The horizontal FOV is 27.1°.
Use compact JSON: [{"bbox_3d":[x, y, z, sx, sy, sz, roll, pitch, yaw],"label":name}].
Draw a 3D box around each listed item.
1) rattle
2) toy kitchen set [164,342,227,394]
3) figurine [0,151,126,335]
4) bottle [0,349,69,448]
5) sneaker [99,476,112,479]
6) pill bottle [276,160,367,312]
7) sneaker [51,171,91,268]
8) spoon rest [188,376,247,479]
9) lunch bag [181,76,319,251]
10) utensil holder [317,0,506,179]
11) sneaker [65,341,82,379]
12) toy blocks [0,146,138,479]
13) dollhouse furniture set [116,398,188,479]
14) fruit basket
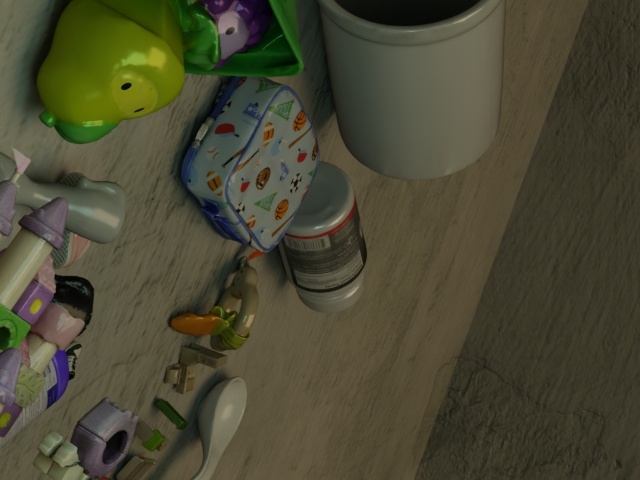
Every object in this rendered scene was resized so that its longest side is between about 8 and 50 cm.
[{"bbox_3d":[-0.176,0.082,2.281,0.130,0.143,0.199,137,-33,-68],"label":"rattle"},{"bbox_3d":[-0.214,0.230,2.260,0.068,0.075,0.083,-15,118,-61],"label":"toy kitchen set"},{"bbox_3d":[-0.373,0.002,1.687,0.209,0.092,0.215,19,90,-43],"label":"figurine"},{"bbox_3d":[-0.449,0.227,1.734,0.283,0.092,0.118,-43,147,-45],"label":"bottle"},{"bbox_3d":[-0.313,0.496,2.198,0.148,0.131,0.350,-56,153,-17],"label":"sneaker"},{"bbox_3d":[0.000,0.000,2.427,0.161,0.161,0.283,-57,154,-26],"label":"pill bottle"},{"bbox_3d":[-0.341,-0.028,1.819,0.070,0.051,0.134,-3,107,-78],"label":"sneaker"},{"bbox_3d":[-0.205,0.362,2.381,0.276,0.084,0.137,-53,152,-31],"label":"spoon rest"},{"bbox_3d":[-0.113,-0.121,2.150,0.243,0.115,0.303,-61,156,-13],"label":"lunch bag"},{"bbox_3d":[0.162,-0.341,2.310,0.327,0.328,0.385,-55,156,-29],"label":"utensil holder"},{"bbox_3d":[-0.369,0.186,1.942,0.083,0.037,0.032,-57,152,-29],"label":"sneaker"},{"bbox_3d":[-0.327,0.073,1.430,0.260,0.309,0.288,-57,156,-12],"label":"toy blocks"},{"bbox_3d":[-0.298,0.344,2.242,0.151,0.058,0.076,-48,163,-1],"label":"dollhouse furniture set"},{"bbox_3d":[-0.198,-0.288,1.681,0.392,0.283,0.392,3,90,-73],"label":"fruit basket"}]
